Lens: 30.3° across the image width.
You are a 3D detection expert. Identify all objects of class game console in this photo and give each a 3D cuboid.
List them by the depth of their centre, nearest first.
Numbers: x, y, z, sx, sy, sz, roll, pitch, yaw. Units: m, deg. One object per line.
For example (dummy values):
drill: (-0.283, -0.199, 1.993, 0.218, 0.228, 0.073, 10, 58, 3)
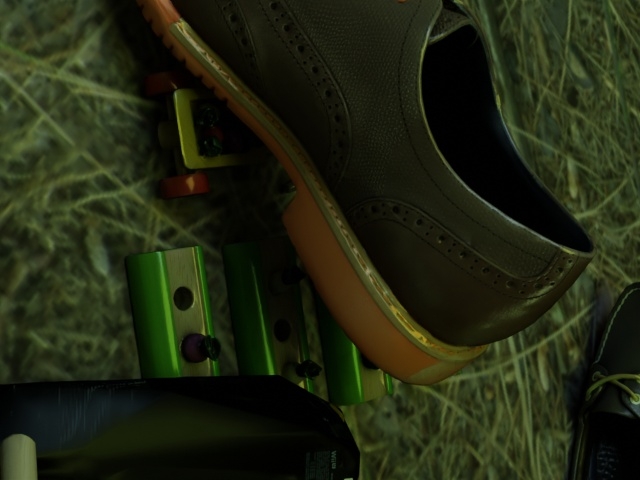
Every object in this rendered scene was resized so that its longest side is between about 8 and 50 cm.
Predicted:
game console: (-0.086, 0.246, 0.575, 0.213, 0.044, 0.361, 2, 90, -31)

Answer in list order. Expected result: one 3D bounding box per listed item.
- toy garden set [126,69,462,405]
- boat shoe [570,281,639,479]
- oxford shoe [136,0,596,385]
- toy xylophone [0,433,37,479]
toy garden set: (0.000, 0.000, 0.697, 0.244, 0.049, 0.203, -9, 91, -44)
boat shoe: (0.232, 0.135, 0.880, 0.069, 0.081, 0.227, 19, 74, -45)
oxford shoe: (0.013, -0.111, 0.615, 0.130, 0.133, 0.363, -26, 81, -53)
toy xylophone: (-0.058, 0.200, 0.375, 0.081, 0.322, 0.236, -32, 118, 1)
